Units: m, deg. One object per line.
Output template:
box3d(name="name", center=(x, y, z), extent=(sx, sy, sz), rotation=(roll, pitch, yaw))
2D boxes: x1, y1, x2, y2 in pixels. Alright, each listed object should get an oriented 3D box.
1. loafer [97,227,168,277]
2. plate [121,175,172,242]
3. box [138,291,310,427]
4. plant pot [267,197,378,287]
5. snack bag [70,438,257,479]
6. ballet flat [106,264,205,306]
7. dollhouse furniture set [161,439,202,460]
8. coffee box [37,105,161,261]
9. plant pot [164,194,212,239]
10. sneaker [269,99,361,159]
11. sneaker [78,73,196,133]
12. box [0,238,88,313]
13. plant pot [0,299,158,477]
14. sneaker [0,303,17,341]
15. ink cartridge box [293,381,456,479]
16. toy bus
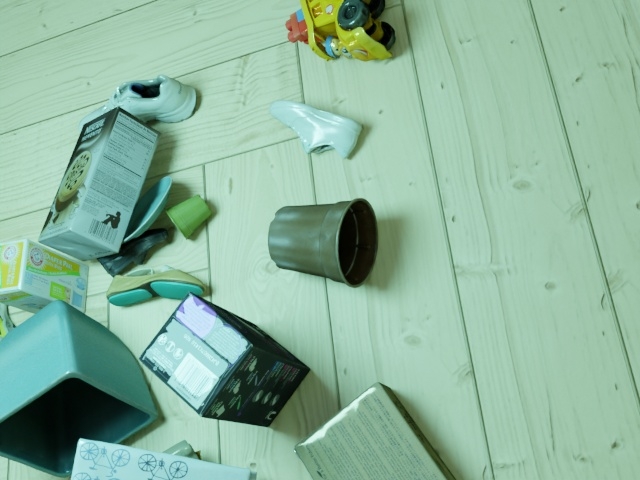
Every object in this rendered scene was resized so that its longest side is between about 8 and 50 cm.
box3d(name="loafer", center=(-0.400, 0.024, 1.507), extent=(0.170, 0.062, 0.061), rotation=(-23, 104, 13))
box3d(name="plate", center=(-0.377, -0.060, 1.492), extent=(0.188, 0.024, 0.188), rotation=(-37, 28, 23))
box3d(name="box", center=(-0.160, 0.218, 1.221), extent=(0.165, 0.270, 0.143), rotation=(35, 87, 27))
box3d(name="plant pot", center=(0.000, 0.000, 1.306), extent=(0.165, 0.167, 0.167), rotation=(4, 73, 29))
box3d(name="snack bag", center=(-0.302, 0.542, 1.199), extent=(0.323, 0.037, 0.343), rotation=(13, 80, -4))
box3d(name="ballet flat", center=(-0.346, 0.085, 1.450), extent=(0.232, 0.080, 0.073), rotation=(-8, 55, 17))
box3d(name="dollhouse furniture set", center=(-0.324, 0.525, 1.295), extent=(0.301, 0.151, 0.198), rotation=(-29, 84, -9))
box3d(name="coffee box", center=(-0.475, -0.119, 1.492), extent=(0.168, 0.119, 0.297), rotation=(-12, 57, 45))
box3d(name="plant pot", center=(-0.278, -0.057, 1.475), extent=(0.079, 0.083, 0.083), rotation=(-37, 63, -7))
box3d(name="sneaker", center=(-0.025, -0.228, 1.440), extent=(0.212, 0.080, 0.094), rotation=(20, 92, 24))
box3d(name="sneaker", center=(-0.438, -0.313, 1.590), extent=(0.297, 0.129, 0.111), rotation=(-19, 68, 15))
box3d(name="box", center=(-0.603, 0.085, 1.472), extent=(0.103, 0.203, 0.114), rotation=(-9, 69, 17))
box3d(name="plant pot", center=(-0.509, 0.267, 1.362), extent=(0.247, 0.248, 0.252), rotation=(-33, 48, 8))
box3d(name="sneaker", center=(-0.790, 0.163, 1.549), extent=(0.145, 0.147, 0.384), rotation=(-48, 62, 2))
box3d(name="ink cartridge box", center=(0.100, 0.392, 1.167), extent=(0.193, 0.088, 0.235), rotation=(-39, 64, 6))
box3d(name="toy bus", center=(0.029, -0.459, 1.466), extent=(0.211, 0.149, 0.220), rotation=(-24, 67, 26))
